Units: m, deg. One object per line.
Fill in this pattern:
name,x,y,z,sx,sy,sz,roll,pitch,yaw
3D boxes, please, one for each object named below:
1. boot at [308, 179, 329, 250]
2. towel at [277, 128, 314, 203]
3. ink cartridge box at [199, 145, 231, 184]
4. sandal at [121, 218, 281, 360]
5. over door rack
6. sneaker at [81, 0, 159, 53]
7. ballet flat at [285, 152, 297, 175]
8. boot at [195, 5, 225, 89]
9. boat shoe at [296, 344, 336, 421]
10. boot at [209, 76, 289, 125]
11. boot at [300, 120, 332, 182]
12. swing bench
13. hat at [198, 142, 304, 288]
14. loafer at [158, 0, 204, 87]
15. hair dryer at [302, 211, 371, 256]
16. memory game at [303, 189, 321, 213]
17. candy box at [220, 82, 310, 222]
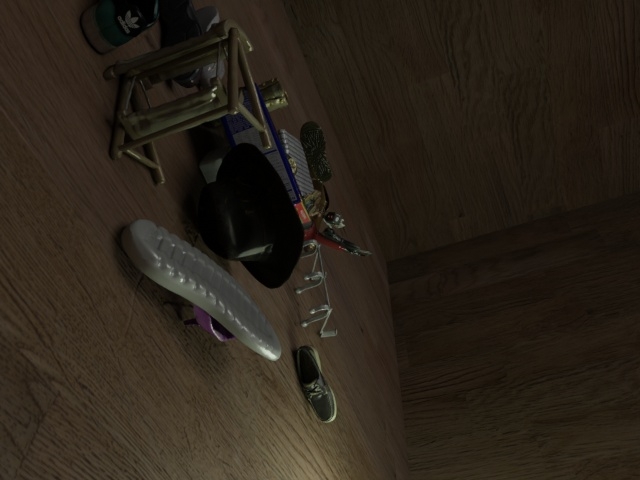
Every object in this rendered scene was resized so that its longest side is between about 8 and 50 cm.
boot,-0.023,-0.102,2.122,0.112,0.115,0.305,56,23,-57
towel,-0.115,-0.219,1.887,0.284,0.121,0.235,0,75,-78
ink cartridge box,-0.233,-0.148,1.421,0.109,0.063,0.150,-81,152,-63
sandal,-0.228,0.110,1.082,0.416,0.102,0.169,48,11,-35
over door rack,-0.023,0.169,1.848,0.324,0.108,0.239,78,2,-66
sneaker,-0.370,-0.476,1.136,0.302,0.121,0.108,-93,162,-45
ballet flat,-0.158,-0.259,1.663,0.250,0.058,0.084,32,60,-33
boot,-0.310,-0.521,1.548,0.123,0.095,0.258,70,18,-49
boat shoe,-0.022,0.403,1.601,0.073,0.080,0.223,22,47,-66
boot,-0.198,-0.377,1.534,0.262,0.203,0.095,-16,89,-78
boot,-0.053,-0.333,2.140,0.269,0.089,0.236,-142,-142,-68
swing bench,-0.255,-0.278,1.079,0.165,0.253,0.254,40,35,-67
hat,-0.184,-0.041,1.232,0.134,0.331,0.331,-16,89,-39
loafer,-0.324,-0.489,1.391,0.095,0.109,0.302,54,20,-65
hair dryer,0.000,0.000,1.824,0.223,0.293,0.080,50,60,-33
memory game,-0.059,-0.091,1.868,0.012,0.186,0.186,40,7,13
candy box,-0.140,-0.191,1.436,0.268,0.122,0.317,74,-5,-82
